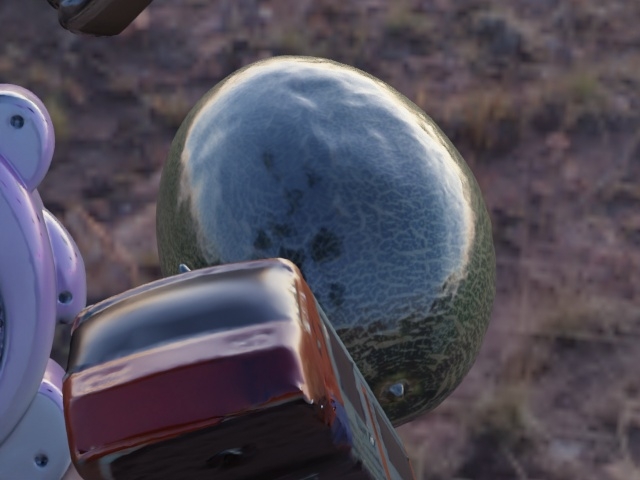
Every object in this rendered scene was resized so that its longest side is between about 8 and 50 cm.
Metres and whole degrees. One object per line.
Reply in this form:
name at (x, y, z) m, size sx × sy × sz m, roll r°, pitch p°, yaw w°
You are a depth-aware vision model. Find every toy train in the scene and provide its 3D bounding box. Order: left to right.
toy train at (-0.019, 0.083, 0.792) m, size 0.086 × 0.409 × 0.089 m, roll -16°, pitch 71°, yaw 4°

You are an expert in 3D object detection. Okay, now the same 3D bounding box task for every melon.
melon at (0.000, 0.000, 1.493) m, size 0.249 × 0.248 × 0.329 m, roll -8°, pitch 44°, yaw -17°

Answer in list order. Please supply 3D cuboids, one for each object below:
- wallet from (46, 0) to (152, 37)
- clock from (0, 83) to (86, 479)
wallet at (-0.059, -0.153, 0.895) m, size 0.039 × 0.153 × 0.118 m, roll 46°, pitch 9°, yaw 2°
clock at (-0.250, 0.031, 1.144) m, size 0.228 × 0.247 × 0.090 m, roll 1°, pitch 13°, yaw -8°
